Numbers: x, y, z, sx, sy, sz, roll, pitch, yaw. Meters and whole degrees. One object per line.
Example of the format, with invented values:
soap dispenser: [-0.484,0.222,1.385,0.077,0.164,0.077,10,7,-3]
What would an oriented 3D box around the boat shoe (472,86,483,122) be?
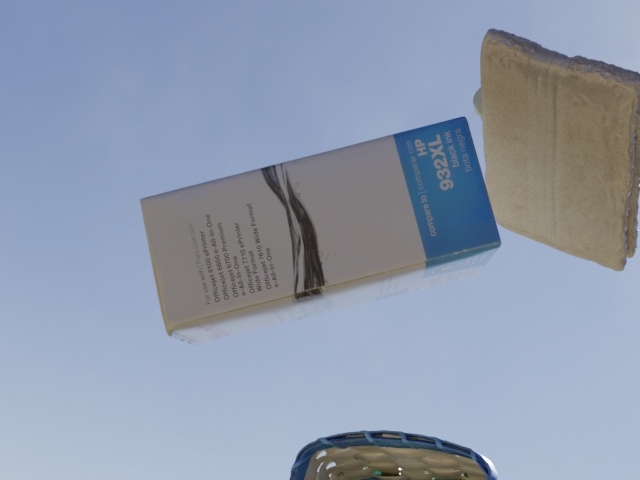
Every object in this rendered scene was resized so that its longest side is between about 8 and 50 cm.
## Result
boat shoe: [0.334,-0.161,1.737,0.227,0.079,0.081,36,-1,15]

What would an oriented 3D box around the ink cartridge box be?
ink cartridge box: [0.000,0.000,1.109,0.307,0.129,0.223,-14,-8,-1]

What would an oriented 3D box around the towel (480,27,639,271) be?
towel: [0.270,-0.097,1.271,0.187,0.049,0.282,24,-36,29]

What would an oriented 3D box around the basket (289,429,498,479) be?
basket: [0.055,0.288,1.131,0.254,0.201,0.289,0,-14,22]
